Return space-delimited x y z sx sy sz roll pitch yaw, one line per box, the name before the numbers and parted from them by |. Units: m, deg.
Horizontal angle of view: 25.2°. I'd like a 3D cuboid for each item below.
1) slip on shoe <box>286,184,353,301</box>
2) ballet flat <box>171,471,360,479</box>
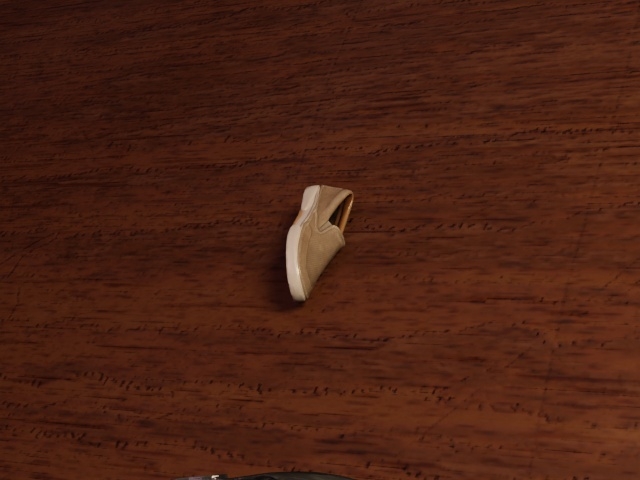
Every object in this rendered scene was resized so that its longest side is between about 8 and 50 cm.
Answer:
slip on shoe | 0.000 0.000 1.257 0.041 0.051 0.135 -2 36 14
ballet flat | -0.037 0.195 1.055 0.173 0.057 0.049 -7 82 28
